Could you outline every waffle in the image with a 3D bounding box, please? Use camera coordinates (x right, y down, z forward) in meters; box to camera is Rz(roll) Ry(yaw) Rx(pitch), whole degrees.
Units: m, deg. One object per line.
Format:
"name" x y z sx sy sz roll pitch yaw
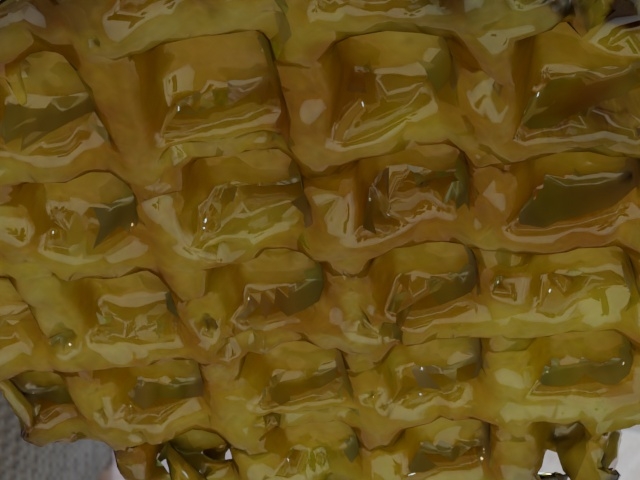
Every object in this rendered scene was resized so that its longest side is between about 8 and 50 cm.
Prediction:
"waffle" 0.000 0.000 0.559 0.382 0.379 0.095 32 42 -27
